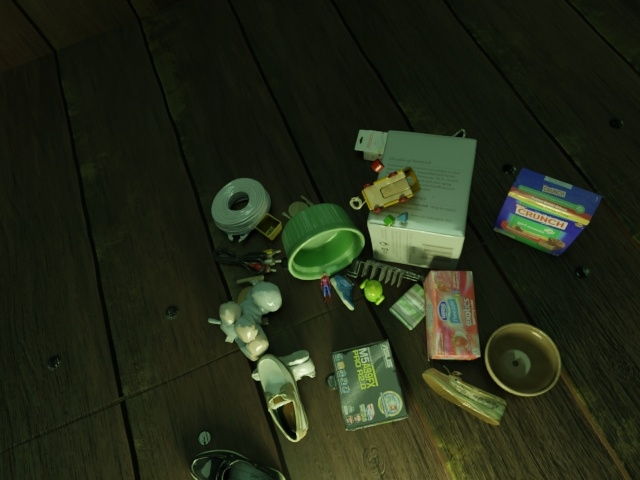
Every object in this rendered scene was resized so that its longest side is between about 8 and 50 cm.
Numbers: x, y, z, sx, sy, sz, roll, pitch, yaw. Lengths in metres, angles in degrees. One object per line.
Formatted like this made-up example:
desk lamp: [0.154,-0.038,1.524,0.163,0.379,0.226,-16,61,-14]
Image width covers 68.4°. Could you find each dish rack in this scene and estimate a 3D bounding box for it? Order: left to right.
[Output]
dish rack: [0.244,0.122,1.723,0.271,0.208,0.074,16,95,13]

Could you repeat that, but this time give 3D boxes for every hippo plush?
hippo plush: [-0.230,0.278,1.721,0.236,0.294,0.234,-41,89,-27]

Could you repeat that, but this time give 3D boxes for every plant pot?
plant pot: [-0.208,-0.048,1.938,0.081,0.083,0.081,33,74,19]
plant pot: [0.670,0.406,1.591,0.237,0.110,0.238,-3,66,7]

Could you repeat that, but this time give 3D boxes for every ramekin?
ramekin: [0.000,0.000,1.775,0.303,0.303,0.148,-23,57,-3]

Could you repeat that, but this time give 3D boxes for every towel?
towel: [0.347,0.243,1.759,0.152,0.023,0.113,-43,68,-12]

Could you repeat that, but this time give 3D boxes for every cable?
cable: [-0.338,-0.146,1.983,0.257,0.089,0.257,-42,56,-10]
cable: [-0.305,0.090,1.906,0.286,0.072,0.140,-3,49,16]

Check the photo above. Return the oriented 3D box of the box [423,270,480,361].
box: [0.454,0.266,1.655,0.153,0.142,0.300,2,68,2]

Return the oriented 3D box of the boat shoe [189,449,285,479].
boat shoe: [-0.287,0.778,1.557,0.339,0.113,0.127,13,69,14]

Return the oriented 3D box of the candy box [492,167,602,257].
candy box: [0.791,-0.092,1.685,0.268,0.317,0.122,26,72,19]

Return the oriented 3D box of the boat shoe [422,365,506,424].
boat shoe: [0.480,0.506,1.585,0.285,0.105,0.089,32,69,9]

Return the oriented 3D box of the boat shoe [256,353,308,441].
boat shoe: [-0.128,0.529,1.592,0.113,0.103,0.303,-29,88,6]

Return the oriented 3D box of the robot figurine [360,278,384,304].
robot figurine: [0.197,0.188,1.754,0.067,0.115,0.101,-37,67,-10]

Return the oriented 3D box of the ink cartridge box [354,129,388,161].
ink cartridge box: [0.255,-0.407,2.044,0.198,0.067,0.116,11,67,11]

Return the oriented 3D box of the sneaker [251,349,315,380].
sneaker: [-0.135,0.474,1.692,0.234,0.090,0.095,-17,106,16]

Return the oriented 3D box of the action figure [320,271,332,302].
action figure: [0.022,0.178,1.810,0.038,0.030,0.115,-10,87,9]

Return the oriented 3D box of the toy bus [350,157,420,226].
toy bus: [0.227,-0.166,1.556,0.202,0.191,0.104,29,31,21]

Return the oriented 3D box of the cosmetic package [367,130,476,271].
cosmetic package: [0.380,-0.141,1.759,0.327,0.329,0.394,9,67,14]

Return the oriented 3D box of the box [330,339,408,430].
box: [0.166,0.503,1.646,0.216,0.060,0.270,-13,65,3]

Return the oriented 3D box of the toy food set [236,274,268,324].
toy food set: [-0.262,0.240,1.846,0.132,0.038,0.192,-9,75,10]

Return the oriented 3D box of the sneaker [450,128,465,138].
sneaker: [0.547,-0.390,1.985,0.069,0.084,0.186,31,73,20]

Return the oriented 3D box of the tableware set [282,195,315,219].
tableware set: [-0.050,-0.087,1.960,0.194,0.039,0.128,38,64,16]

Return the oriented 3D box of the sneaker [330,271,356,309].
sneaker: [0.107,0.187,1.800,0.084,0.058,0.152,-34,59,2]
